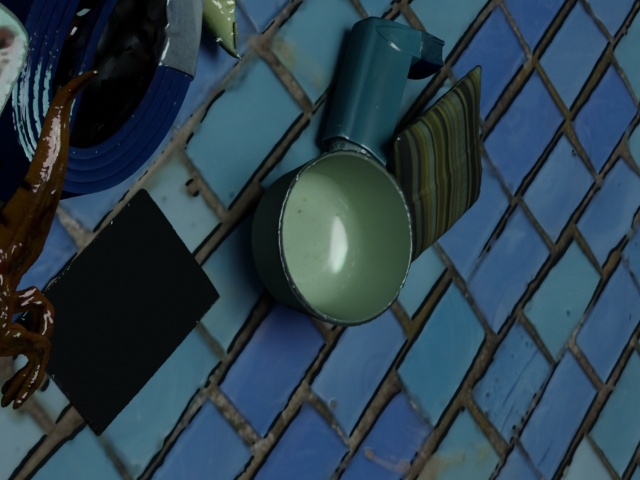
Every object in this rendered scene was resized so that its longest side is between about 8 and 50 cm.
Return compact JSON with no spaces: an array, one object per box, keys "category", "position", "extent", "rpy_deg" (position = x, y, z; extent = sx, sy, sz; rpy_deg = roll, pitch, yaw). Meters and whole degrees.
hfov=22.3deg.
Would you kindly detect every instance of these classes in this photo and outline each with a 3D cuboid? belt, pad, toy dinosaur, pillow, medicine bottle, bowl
[{"category":"belt","position":[-0.249,-0.197,1.731],"extent":[0.212,0.117,0.347],"rpy_deg":[36,60,-32]},{"category":"pad","position":[-0.219,0.076,1.790],"extent":[0.243,0.004,0.163],"rpy_deg":[-50,117,-36]},{"category":"toy dinosaur","position":[-0.321,0.047,1.600],"extent":[0.432,0.097,0.208],"rpy_deg":[-51,131,-13]},{"category":"pillow","position":[0.153,-0.092,2.096],"extent":[0.212,0.052,0.208],"rpy_deg":[-41,141,-41]},{"category":"medicine bottle","position":[0.072,-0.171,2.062],"extent":[0.124,0.079,0.258],"rpy_deg":[34,61,-34]},{"category":"bowl","position":[0.000,0.000,1.933],"extent":[0.211,0.112,0.211],"rpy_deg":[4,84,-40]}]

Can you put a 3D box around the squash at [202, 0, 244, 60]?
[{"category":"squash","position":[-0.118,-0.357,1.896],"extent":[0.169,0.093,0.252],"rpy_deg":[-40,113,-6]}]

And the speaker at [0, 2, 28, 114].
[{"category":"speaker","position":[-0.424,-0.058,1.436],"extent":[0.183,0.184,0.406],"rpy_deg":[33,74,-36]}]
